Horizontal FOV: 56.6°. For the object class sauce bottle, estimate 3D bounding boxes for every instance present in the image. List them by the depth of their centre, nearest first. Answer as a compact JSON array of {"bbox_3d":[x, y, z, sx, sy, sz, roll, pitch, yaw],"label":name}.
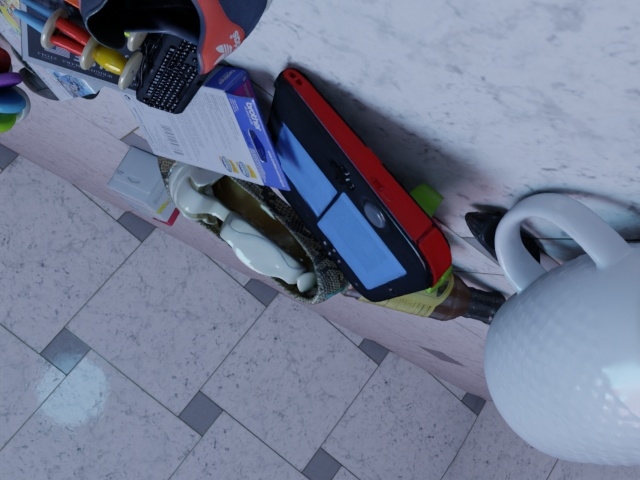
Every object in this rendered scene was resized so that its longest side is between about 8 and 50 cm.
[{"bbox_3d":[0.215,0.103,1.234,0.344,0.112,0.111,14,169,-11],"label":"sauce bottle"}]

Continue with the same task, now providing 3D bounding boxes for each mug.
[{"bbox_3d":[0.366,0.103,0.766,0.374,0.276,0.328,55,166,13],"label":"mug"}]

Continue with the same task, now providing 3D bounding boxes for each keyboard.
[{"bbox_3d":[-0.204,-0.217,0.786,0.100,0.038,0.192,18,154,-24],"label":"keyboard"}]

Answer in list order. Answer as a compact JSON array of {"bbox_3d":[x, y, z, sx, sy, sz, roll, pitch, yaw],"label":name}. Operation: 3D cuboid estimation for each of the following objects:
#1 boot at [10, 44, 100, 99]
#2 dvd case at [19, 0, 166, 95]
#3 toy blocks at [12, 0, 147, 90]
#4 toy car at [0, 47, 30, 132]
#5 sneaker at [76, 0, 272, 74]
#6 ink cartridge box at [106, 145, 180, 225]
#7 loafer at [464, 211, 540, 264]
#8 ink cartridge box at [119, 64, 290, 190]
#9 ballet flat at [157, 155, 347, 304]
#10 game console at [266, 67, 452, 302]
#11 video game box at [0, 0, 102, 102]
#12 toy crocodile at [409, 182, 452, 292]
[{"bbox_3d":[-0.546,-0.337,1.167,0.208,0.076,0.189,23,166,44],"label":"boot"},{"bbox_3d":[-0.285,-0.276,0.756,0.179,0.030,0.238,15,155,-20],"label":"dvd case"},{"bbox_3d":[-0.279,-0.257,0.690,0.148,0.054,0.123,28,142,-11],"label":"toy blocks"},{"bbox_3d":[-0.627,-0.300,1.123,0.136,0.159,0.182,-18,100,30],"label":"toy car"},{"bbox_3d":[-0.223,-0.281,0.569,0.349,0.148,0.131,26,167,1],"label":"sneaker"},{"bbox_3d":[-0.449,-0.141,1.577,0.128,0.128,0.176,23,167,14],"label":"ink cartridge box"},{"bbox_3d":[0.286,0.004,0.924,0.170,0.062,0.061,40,-177,-36],"label":"loafer"},{"bbox_3d":[-0.181,-0.190,0.933,0.311,0.065,0.186,20,148,32],"label":"ink cartridge box"},{"bbox_3d":[-0.156,-0.048,1.139,0.482,0.164,0.182,38,-155,7],"label":"ballet flat"},{"bbox_3d":[0.026,-0.054,0.923,0.342,0.060,0.386,48,166,1],"label":"game console"},{"bbox_3d":[-0.443,-0.321,0.945,0.187,0.048,0.205,13,145,52],"label":"video game box"},{"bbox_3d":[0.172,0.002,1.034,0.115,0.105,0.340,42,177,26],"label":"toy crocodile"}]
